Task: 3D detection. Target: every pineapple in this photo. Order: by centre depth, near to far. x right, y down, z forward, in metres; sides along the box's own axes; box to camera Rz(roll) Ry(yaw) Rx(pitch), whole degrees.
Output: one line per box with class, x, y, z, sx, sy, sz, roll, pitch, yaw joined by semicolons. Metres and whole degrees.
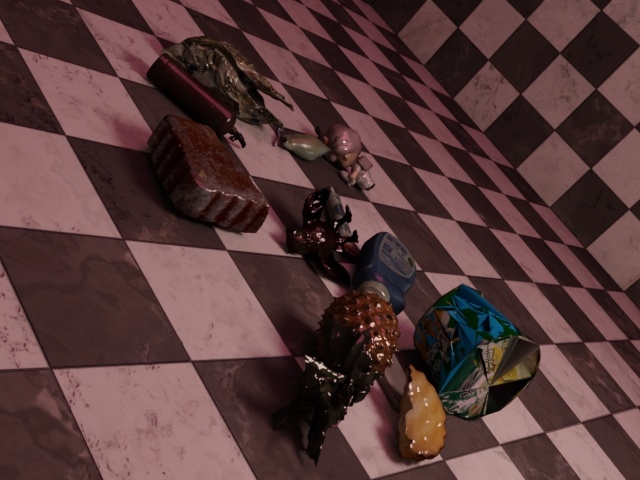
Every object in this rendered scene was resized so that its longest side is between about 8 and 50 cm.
pineapple;0.037;0.207;1.392;0.165;0.165;0.364;42;24;-1

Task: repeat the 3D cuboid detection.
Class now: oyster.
oyster;-0.223;-0.399;2.074;0.350;0.158;0.162;28;-16;-16

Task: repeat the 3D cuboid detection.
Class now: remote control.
remote control;0.126;0.239;1.651;0.077;0.022;0.245;18;33;-42

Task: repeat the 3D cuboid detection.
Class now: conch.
conch;-0.038;-0.251;2.181;0.180;0.065;0.088;7;42;-45

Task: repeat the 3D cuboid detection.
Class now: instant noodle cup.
instant noodle cup;0.308;0.226;1.738;0.240;0.240;0.178;23;23;-39

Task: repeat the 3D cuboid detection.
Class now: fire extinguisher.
fire extinguisher;-0.269;-0.308;1.911;0.267;0.072;0.089;41;-13;-5

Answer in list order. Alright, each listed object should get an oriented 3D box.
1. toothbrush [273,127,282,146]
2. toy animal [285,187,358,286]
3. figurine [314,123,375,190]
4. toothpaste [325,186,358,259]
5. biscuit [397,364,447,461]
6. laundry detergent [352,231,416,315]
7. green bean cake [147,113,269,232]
toothbrush;-0.109;-0.266;2.163;0.013;0.011;0.131;18;27;-4
toy animal;-0.006;0.001;1.798;0.179;0.116;0.219;-10;82;-30
figurine;0.074;-0.234;2.289;0.229;0.112;0.137;55;19;2
toothpaste;0.045;-0.043;1.993;0.062;0.039;0.239;35;25;-35
biscuit;0.173;0.324;1.512;0.118;0.061;0.183;40;36;-26
laundry detergent;0.131;0.089;1.844;0.143;0.094;0.290;53;25;-9
green bean cake;-0.223;-0.127;1.629;0.198;0.097;0.233;13;37;-48
